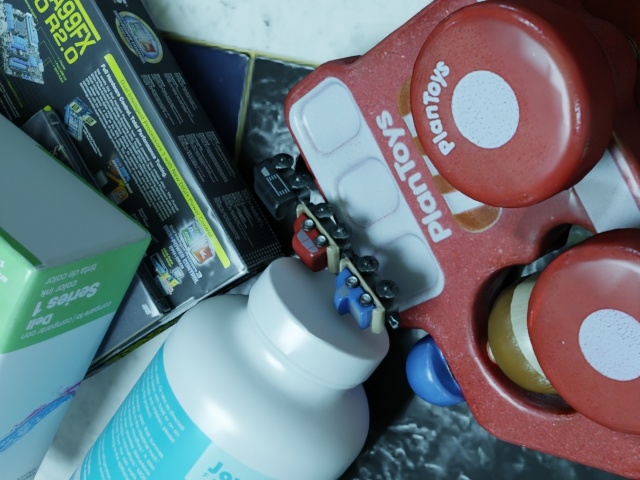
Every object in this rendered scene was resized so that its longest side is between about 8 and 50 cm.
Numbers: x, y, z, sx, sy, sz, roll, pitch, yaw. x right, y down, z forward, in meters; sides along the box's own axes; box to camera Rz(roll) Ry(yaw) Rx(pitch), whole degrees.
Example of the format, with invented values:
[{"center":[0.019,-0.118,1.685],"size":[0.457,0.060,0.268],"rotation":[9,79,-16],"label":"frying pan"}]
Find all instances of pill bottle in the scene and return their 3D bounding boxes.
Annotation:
[{"center":[-0.066,0.138,0.628],"size":[0.146,0.146,0.264],"rotation":[41,113,11],"label":"pill bottle"}]

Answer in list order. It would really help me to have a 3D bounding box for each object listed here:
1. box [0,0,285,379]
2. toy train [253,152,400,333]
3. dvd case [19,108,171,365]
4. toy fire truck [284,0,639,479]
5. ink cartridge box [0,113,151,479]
[{"center":[-0.182,-0.050,0.690],"size":[0.216,0.060,0.270],"rotation":[-32,86,26],"label":"box"},{"center":[0.000,0.000,0.597],"size":[0.158,0.036,0.027],"rotation":[52,156,34],"label":"toy train"},{"center":[-0.227,0.033,0.684],"size":[0.221,0.018,0.165],"rotation":[-33,86,28],"label":"dvd case"},{"center":[0.120,-0.004,0.549],"size":[0.254,0.169,0.302],"rotation":[-28,88,49],"label":"toy fire truck"},{"center":[-0.269,0.058,0.632],"size":[0.201,0.117,0.278],"rotation":[37,114,14],"label":"ink cartridge box"}]
